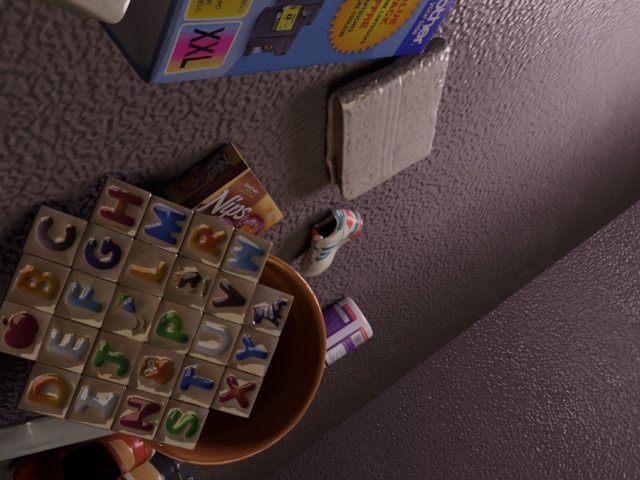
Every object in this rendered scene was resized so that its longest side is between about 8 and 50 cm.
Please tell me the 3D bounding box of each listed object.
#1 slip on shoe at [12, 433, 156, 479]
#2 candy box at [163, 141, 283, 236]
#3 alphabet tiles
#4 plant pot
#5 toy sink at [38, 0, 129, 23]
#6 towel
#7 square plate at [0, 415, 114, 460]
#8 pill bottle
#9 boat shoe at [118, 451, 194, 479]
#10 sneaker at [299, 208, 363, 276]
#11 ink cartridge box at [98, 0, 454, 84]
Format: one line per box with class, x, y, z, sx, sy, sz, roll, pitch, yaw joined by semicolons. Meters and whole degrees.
slip on shoe;-0.429;0.391;1.397;0.331;0.123;0.101;-24;-173;27
candy box;-0.127;-0.050;1.097;0.109;0.053;0.187;-35;160;-2
alphabet tiles;-0.205;0.096;0.975;0.342;0.011;0.285;23;88;-28
plant pot;-0.166;0.139;1.124;0.291;0.291;0.203;-27;-162;-21
toy sink;-0.217;-0.229;0.436;0.153;0.234;0.131;16;95;-63
towel;0.096;-0.172;1.188;0.187;0.049;0.282;-31;158;-15
square plate;-0.415;0.290;1.201;0.344;0.049;0.347;-19;169;27
pill bottle;0.010;0.220;1.799;0.193;0.108;0.108;-32;159;-7
boat shoe;-0.363;0.498;1.643;0.156;0.187;0.500;-37;176;-27
sneaker;0.000;0.000;1.411;0.075;0.057;0.161;15;130;-43
ink cartridge box;0.023;-0.293;0.683;0.395;0.151;0.270;-19;154;-40
